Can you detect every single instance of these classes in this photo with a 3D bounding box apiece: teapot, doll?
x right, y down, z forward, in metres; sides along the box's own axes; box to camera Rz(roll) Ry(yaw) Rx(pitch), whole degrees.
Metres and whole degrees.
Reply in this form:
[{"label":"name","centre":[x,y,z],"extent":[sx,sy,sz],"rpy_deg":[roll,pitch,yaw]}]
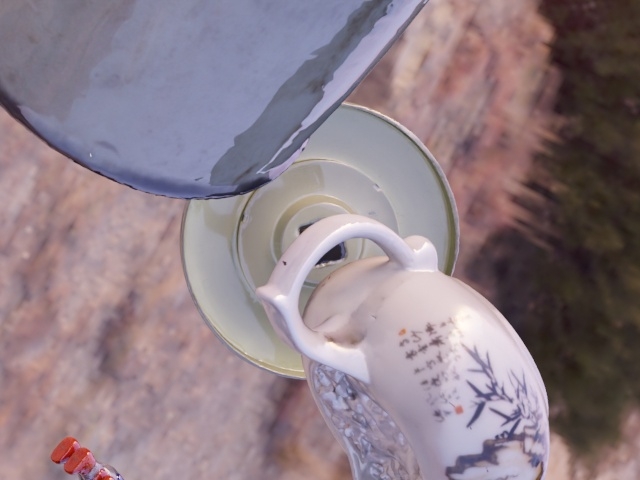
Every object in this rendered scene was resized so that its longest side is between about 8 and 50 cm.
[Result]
[{"label":"teapot","centre":[0.052,0.100,1.101],"extent":[0.166,0.208,0.300],"rpy_deg":[-37,124,-6]},{"label":"doll","centre":[-0.176,0.251,1.490],"extent":[0.195,0.104,0.062],"rpy_deg":[52,55,-37]}]

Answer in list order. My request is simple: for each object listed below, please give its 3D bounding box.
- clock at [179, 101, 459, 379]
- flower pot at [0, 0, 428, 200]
[{"label":"clock","centre":[0.000,0.000,1.337],"extent":[0.235,0.235,0.029],"rpy_deg":[-63,-168,4]},{"label":"flower pot","centre":[-0.034,-0.225,0.915],"extent":[0.330,0.293,0.293],"rpy_deg":[-40,-175,41]}]
